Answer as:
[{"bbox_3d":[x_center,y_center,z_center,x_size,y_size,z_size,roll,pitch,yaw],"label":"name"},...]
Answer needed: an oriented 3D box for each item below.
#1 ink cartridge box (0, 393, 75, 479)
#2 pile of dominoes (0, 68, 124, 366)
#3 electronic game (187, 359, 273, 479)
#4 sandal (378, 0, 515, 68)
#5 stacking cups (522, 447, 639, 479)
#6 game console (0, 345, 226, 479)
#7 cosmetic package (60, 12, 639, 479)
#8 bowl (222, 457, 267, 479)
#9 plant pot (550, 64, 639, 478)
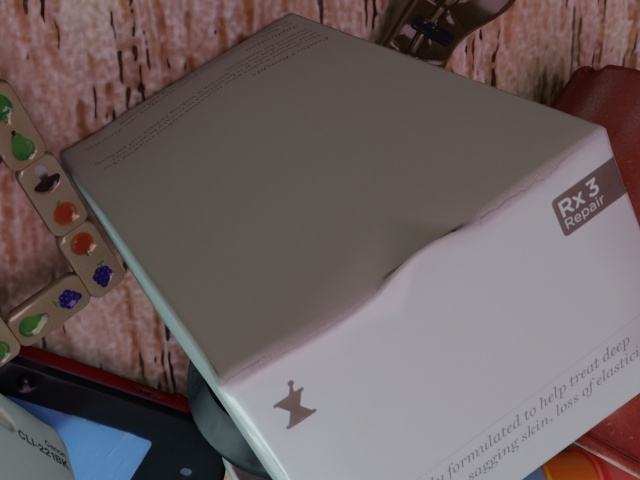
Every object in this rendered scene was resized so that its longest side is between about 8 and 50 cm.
[{"bbox_3d":[-0.310,0.204,0.675,0.273,0.114,0.197,-39,134,1],"label":"ink cartridge box"},{"bbox_3d":[-0.246,-0.005,0.660,0.196,0.040,0.251,-38,128,-18],"label":"pile of dominoes"},{"bbox_3d":[0.010,0.072,0.771,0.229,0.229,0.048,-35,131,-8],"label":"electronic game"},{"bbox_3d":[0.092,-0.177,0.823,0.072,0.049,0.180,29,111,-25],"label":"sandal"},{"bbox_3d":[0.169,0.231,1.001,0.316,0.096,0.096,-3,112,-26],"label":"stacking cups"},{"bbox_3d":[-0.294,0.222,0.804,0.387,0.060,0.342,25,99,-30],"label":"game console"},{"bbox_3d":[0.000,0.000,0.653,0.217,0.385,0.156,-32,120,-8],"label":"cosmetic package"},{"bbox_3d":[-0.023,0.130,0.860,0.142,0.142,0.053,-6,158,-21],"label":"bowl"},{"bbox_3d":[0.231,0.023,0.853,0.272,0.272,0.265,30,89,-31],"label":"plant pot"}]
